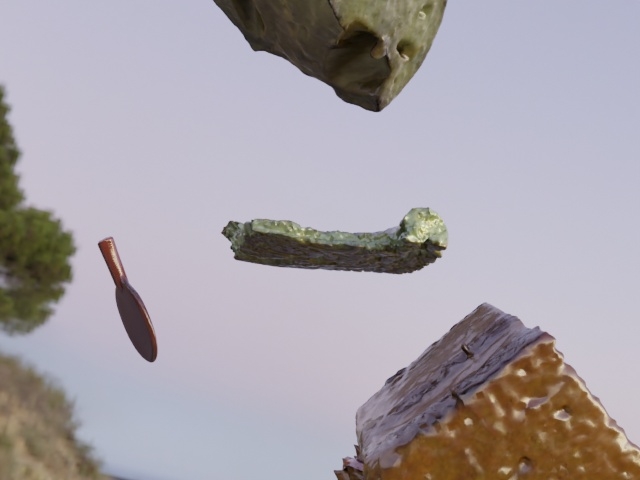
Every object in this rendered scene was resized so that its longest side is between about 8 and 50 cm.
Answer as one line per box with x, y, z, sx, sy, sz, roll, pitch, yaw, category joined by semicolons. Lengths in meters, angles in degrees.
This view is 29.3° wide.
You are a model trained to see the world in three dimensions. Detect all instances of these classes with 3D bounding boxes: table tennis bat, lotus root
-0.223;0.070;1.414;0.019;0.155;0.098;-22;5;-25;table tennis bat
0.000;-0.247;0.919;0.210;0.142;0.314;35;-16;13;lotus root

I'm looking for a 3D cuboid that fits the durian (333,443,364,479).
0.161;0.356;1.384;0.347;0.384;0.348;-6;-35;-4;durian

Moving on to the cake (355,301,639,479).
0.143;0.180;1.075;0.196;0.198;0.293;49;1;-9;cake

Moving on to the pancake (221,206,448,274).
0.001;-0.005;1.365;0.376;0.054;0.197;-3;-14;44;pancake
